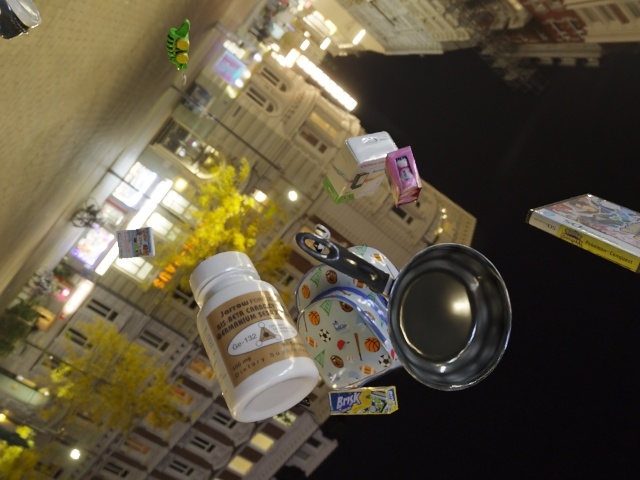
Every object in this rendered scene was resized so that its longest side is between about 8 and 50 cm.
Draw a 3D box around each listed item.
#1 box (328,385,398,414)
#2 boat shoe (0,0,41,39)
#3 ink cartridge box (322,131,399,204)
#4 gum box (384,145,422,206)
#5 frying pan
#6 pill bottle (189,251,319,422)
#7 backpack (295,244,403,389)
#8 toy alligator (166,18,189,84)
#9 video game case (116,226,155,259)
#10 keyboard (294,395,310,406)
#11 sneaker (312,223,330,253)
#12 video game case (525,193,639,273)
[{"bbox_3d":[0.104,0.401,1.262,0.169,0.054,0.059,-14,-102,32],"label":"box"},{"bbox_3d":[-0.724,-0.581,1.060,0.091,0.302,0.114,-27,-168,5],"label":"boat shoe"},{"bbox_3d":[0.118,-0.214,1.501,0.154,0.093,0.212,-17,156,-29],"label":"ink cartridge box"},{"bbox_3d":[0.212,-0.161,1.296,0.062,0.107,0.188,-17,172,4],"label":"gum box"},{"bbox_3d":[0.113,0.098,0.667,0.053,0.326,0.197,165,-72,-70],"label":"frying pan"},{"bbox_3d":[-0.107,0.132,0.740,0.131,0.131,0.229,-46,-125,21],"label":"pill bottle"},{"bbox_3d":[0.071,0.154,1.026,0.277,0.263,0.213,-36,170,34],"label":"backpack"},{"bbox_3d":[-0.356,-0.464,1.251,0.189,0.051,0.056,116,-31,-53],"label":"toy alligator"},{"bbox_3d":[-0.547,0.008,1.488,0.122,0.087,0.011,-6,179,18],"label":"video game case"},{"bbox_3d":[-0.129,0.515,1.656,0.100,0.192,0.038,-154,-97,-85],"label":"keyboard"},{"bbox_3d":[0.000,0.000,1.075,0.037,0.032,0.083,-47,150,-23],"label":"sneaker"},{"bbox_3d":[0.637,-0.028,1.108,0.248,0.275,0.035,35,-52,43],"label":"video game case"}]
